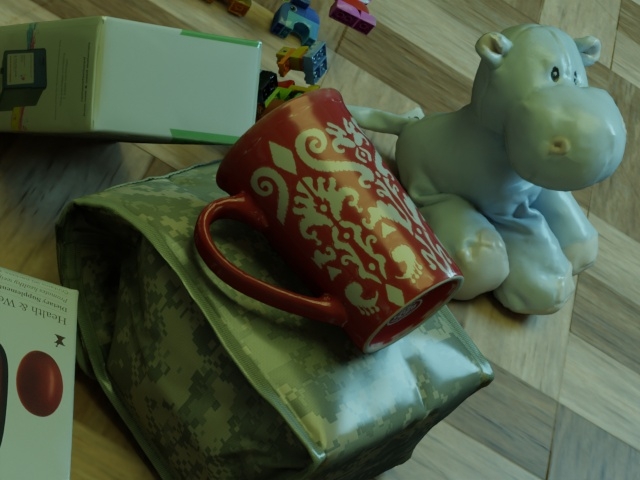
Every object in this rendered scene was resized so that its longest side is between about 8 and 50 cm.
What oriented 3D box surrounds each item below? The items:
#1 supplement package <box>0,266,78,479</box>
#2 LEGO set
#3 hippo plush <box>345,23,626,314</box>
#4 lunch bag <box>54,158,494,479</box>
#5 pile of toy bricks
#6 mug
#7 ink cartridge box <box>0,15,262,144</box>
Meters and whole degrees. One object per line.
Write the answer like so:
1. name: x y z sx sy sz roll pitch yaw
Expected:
1. supplement package: -0.271 0.119 1.017 0.194 0.149 0.203 19 39 -23
2. LEGO set: -0.055 -0.284 1.695 0.227 0.087 0.093 24 53 -18
3. hippo plush: 0.205 -0.098 1.579 0.234 0.236 0.294 1 49 -39
4. lunch bag: -0.052 0.063 1.248 0.235 0.169 0.287 -19 67 -49
5. pile of toy bricks: -0.077 -0.123 1.505 0.105 0.118 0.212 12 40 22
6. mug: 0.004 0.000 1.163 0.169 0.150 0.113 52 3 15
7. ink cartridge box: -0.173 -0.128 1.324 0.154 0.093 0.212 3 3 -39
